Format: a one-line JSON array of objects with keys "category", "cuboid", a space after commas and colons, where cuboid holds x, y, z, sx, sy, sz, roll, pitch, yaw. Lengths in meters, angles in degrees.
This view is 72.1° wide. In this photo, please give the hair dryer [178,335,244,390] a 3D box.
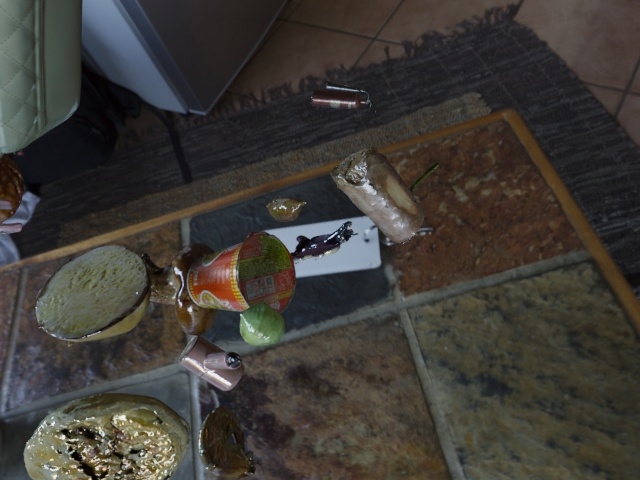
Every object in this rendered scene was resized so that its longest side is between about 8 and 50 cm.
[{"category": "hair dryer", "cuboid": [-0.282, 0.361, 1.277, 0.189, 0.344, 0.106, 39, 62, -15]}]

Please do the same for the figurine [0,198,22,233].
[{"category": "figurine", "cuboid": [-0.498, 0.060, 0.430, 0.206, 0.284, 0.315, -39, 51, 16]}]

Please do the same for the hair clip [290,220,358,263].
[{"category": "hair clip", "cuboid": [0.004, 0.007, 1.074, 0.187, 0.056, 0.146, -22, 15, 28]}]

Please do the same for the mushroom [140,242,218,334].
[{"category": "mushroom", "cuboid": [-0.369, 0.132, 1.228, 0.255, 0.267, 0.267, 2, 63, 23]}]

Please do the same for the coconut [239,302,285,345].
[{"category": "coconut", "cuboid": [-0.118, 0.166, 0.864, 0.096, 0.088, 0.087, 32, 68, -19]}]

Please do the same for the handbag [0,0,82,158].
[{"category": "handbag", "cuboid": [-0.342, -0.207, 0.476, 0.079, 0.256, 0.219, 20, 40, -11]}]

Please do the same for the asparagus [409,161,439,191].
[{"category": "asparagus", "cuboid": [0.262, -0.160, 1.144, 0.127, 0.015, 0.018, -44, 60, -12]}]

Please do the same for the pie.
[{"category": "pie", "cuboid": [-0.466, 0.470, 0.974, 0.339, 0.339, 0.077, -29, 27, -3]}]

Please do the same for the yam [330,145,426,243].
[{"category": "yam", "cuboid": [0.140, -0.110, 1.028, 0.129, 0.238, 0.128, -4, 47, 58]}]

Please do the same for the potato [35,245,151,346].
[{"category": "potato", "cuboid": [-0.484, 0.138, 0.968, 0.239, 0.115, 0.299, -31, 40, -28]}]

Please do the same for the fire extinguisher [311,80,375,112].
[{"category": "fire extinguisher", "cuboid": [0.036, -0.221, 0.665, 0.101, 0.046, 0.032, 6, 44, 6]}]

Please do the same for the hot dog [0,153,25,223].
[{"category": "hot dog", "cuboid": [-0.577, -0.098, 0.624, 0.196, 0.272, 0.122, -21, 77, 5]}]

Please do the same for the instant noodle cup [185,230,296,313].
[{"category": "instant noodle cup", "cuboid": [-0.197, 0.086, 1.020, 0.212, 0.193, 0.193, -9, 58, 36]}]

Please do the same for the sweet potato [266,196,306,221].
[{"category": "sweet potato", "cuboid": [-0.108, -0.079, 1.143, 0.068, 0.068, 0.226, -54, 24, -16]}]

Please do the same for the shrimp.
[{"category": "shrimp", "cuboid": [-0.146, 0.335, 0.712, 0.041, 0.180, 0.099, -14, 45, 14]}]
